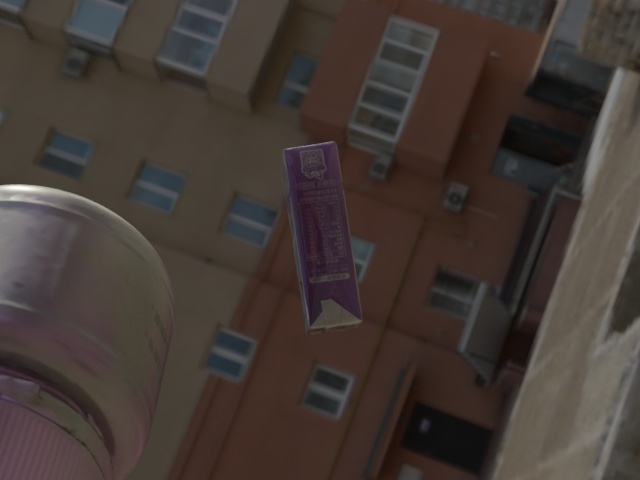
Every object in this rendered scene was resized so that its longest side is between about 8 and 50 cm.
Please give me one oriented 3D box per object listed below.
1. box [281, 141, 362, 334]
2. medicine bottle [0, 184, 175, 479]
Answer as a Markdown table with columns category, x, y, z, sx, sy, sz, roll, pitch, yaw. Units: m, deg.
| category | x | y | z | sx | sy | sz | roll | pitch | yaw |
| --- | --- | --- | --- | --- | --- | --- | --- | --- | --- |
| box | 0.000 | 0.000 | 0.699 | 0.050 | 0.036 | 0.117 | 101 | 162 | -78 |
| medicine bottle | -0.270 | 0.138 | 0.933 | 0.324 | 0.256 | 0.256 | -83 | 5 | -47 |
